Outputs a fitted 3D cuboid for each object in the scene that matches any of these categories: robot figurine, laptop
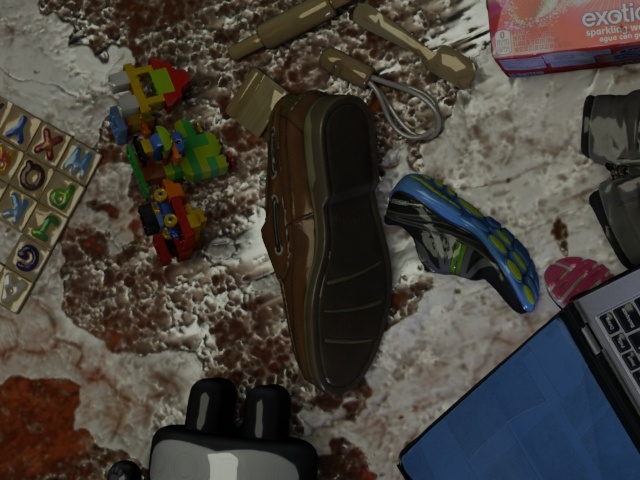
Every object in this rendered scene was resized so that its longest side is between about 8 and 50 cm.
[{"bbox_3d":[-0.093,0.279,1.786,0.209,0.173,0.278,3,86,48],"label":"robot figurine"},{"bbox_3d":[0.353,0.224,1.597,0.408,0.236,0.382,-28,99,21],"label":"laptop"}]

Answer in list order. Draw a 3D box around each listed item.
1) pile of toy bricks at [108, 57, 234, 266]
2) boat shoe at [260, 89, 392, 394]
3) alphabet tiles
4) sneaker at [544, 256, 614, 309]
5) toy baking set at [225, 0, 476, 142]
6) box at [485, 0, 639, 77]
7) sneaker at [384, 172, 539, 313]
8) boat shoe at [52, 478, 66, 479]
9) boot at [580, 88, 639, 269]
[{"bbox_3d":[-0.143,-0.082,1.864,0.105,0.118,0.212,-15,65,-17],"label":"pile of toy bricks"},{"bbox_3d":[0.000,0.000,1.824,0.104,0.111,0.307,8,99,46],"label":"boat shoe"},{"bbox_3d":[-0.381,-0.062,1.950,0.237,0.009,0.198,29,93,12],"label":"alphabet tiles"},{"bbox_3d":[0.291,0.080,1.766,0.170,0.075,0.063,33,67,33],"label":"sneaker"},{"bbox_3d":[0.026,-0.166,1.858,0.256,0.030,0.197,-30,87,15],"label":"toy baking set"},{"bbox_3d":[0.295,-0.240,1.751,0.257,0.128,0.122,-6,86,13],"label":"box"},{"bbox_3d":[0.144,0.010,1.809,0.188,0.067,0.078,39,116,10],"label":"sneaker"},{"bbox_3d":[-0.316,0.306,1.897,0.133,0.042,0.049,-45,81,8],"label":"boat shoe"},{"bbox_3d":[0.395,-0.008,1.738,0.223,0.118,0.338,-20,83,21],"label":"boot"}]
